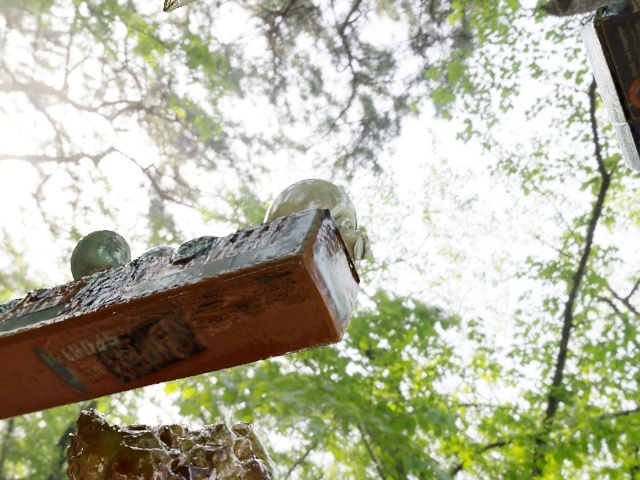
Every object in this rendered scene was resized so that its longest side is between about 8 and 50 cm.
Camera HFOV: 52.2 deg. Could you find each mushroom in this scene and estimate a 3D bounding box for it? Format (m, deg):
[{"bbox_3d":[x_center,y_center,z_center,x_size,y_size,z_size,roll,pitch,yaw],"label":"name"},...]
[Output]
[{"bbox_3d":[0.000,0.000,1.306,0.202,0.246,0.246,13,-51,25],"label":"mushroom"}]

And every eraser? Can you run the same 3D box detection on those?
[{"bbox_3d":[0.609,-0.303,1.278,0.101,0.155,0.332,-19,-86,12],"label":"eraser"}]

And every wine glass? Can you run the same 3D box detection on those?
[{"bbox_3d":[-0.183,0.039,0.684,0.195,0.079,0.079,14,-50,44],"label":"wine glass"}]

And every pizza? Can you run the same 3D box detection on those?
[{"bbox_3d":[-0.125,0.222,0.572,0.226,0.335,0.086,38,-79,0],"label":"pizza"}]

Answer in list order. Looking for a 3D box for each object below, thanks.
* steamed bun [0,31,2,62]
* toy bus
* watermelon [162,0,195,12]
[{"bbox_3d":[-0.832,-0.379,1.314,0.333,0.374,0.334,28,-34,20],"label":"steamed bun"},{"bbox_3d":[-0.169,0.072,0.551,0.408,0.092,0.093,-17,-65,20],"label":"toy bus"},{"bbox_3d":[-0.155,-0.386,0.938,0.163,0.068,0.087,-12,-108,42],"label":"watermelon"}]
